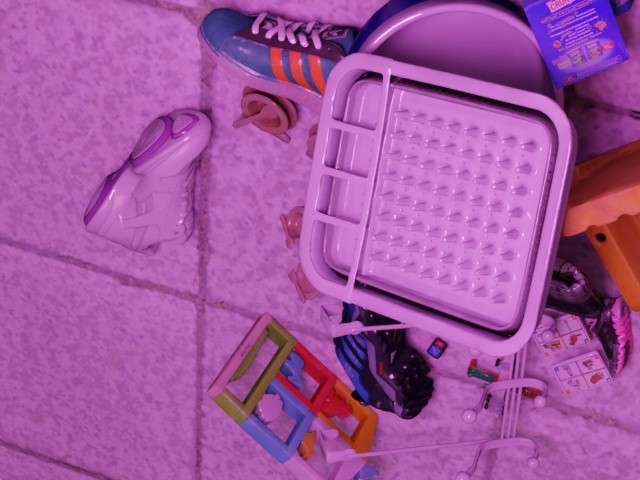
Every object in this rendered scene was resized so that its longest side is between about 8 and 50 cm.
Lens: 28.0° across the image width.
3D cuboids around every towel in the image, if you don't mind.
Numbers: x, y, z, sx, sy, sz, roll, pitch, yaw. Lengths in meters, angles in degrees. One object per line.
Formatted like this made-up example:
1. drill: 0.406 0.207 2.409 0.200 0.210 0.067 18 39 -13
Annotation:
1. towel: 0.200 0.019 1.650 0.324 0.312 0.056 18 87 19

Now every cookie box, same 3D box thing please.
1. cookie box: 0.289 -0.241 1.456 0.092 0.040 0.107 -22 115 11

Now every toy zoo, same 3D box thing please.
1. toy zoo: -0.023 0.267 1.964 0.293 0.192 0.030 43 130 -8

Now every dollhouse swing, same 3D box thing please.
1. dollhouse swing: 0.467 -0.010 1.468 0.347 0.305 0.315 -20 112 33

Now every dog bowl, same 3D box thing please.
1. dog bowl: 0.158 -0.176 1.569 0.265 0.104 0.265 0 117 0

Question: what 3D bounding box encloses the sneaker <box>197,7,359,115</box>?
1. sneaker: -0.008 -0.243 1.668 0.302 0.108 0.121 26 127 -2

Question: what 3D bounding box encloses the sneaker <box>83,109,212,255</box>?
1. sneaker: -0.224 -0.082 1.890 0.152 0.114 0.305 33 136 -17

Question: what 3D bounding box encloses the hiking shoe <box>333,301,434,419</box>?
1. hiking shoe: 0.061 0.129 1.883 0.132 0.113 0.304 1 116 38

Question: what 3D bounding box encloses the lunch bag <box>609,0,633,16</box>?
1. lunch bag: 0.314 -0.287 1.500 0.098 0.067 0.065 -8 118 29

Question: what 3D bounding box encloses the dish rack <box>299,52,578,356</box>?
1. dish rack: 0.133 -0.045 1.430 0.333 0.072 0.285 20 105 39

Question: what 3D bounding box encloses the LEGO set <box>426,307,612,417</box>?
1. LEGO set: 0.279 0.154 1.853 0.244 0.060 0.182 -25 99 33

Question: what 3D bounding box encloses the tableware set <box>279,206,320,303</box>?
1. tableware set: 0.000 0.000 1.827 0.020 0.141 0.168 8 150 -39

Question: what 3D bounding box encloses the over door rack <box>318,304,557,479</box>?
1. over door rack: 0.158 0.219 1.787 0.324 0.108 0.239 2 118 -1

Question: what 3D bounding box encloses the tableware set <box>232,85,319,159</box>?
1. tableware set: -0.030 -0.145 1.753 0.194 0.039 0.128 31 151 4

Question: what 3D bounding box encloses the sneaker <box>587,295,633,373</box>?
1. sneaker: 0.397 0.128 1.769 0.057 0.047 0.119 6 117 30
